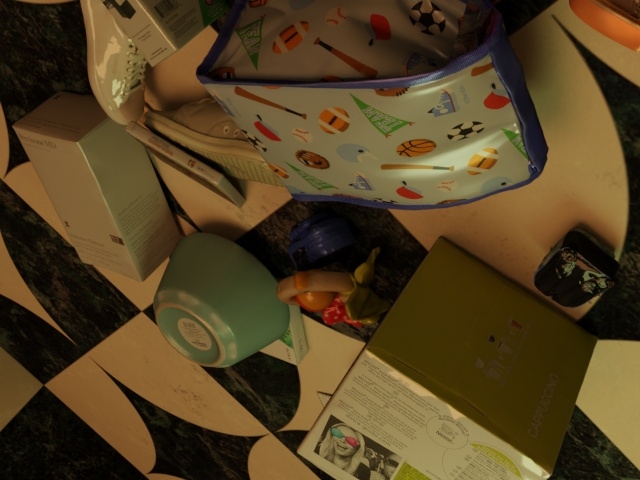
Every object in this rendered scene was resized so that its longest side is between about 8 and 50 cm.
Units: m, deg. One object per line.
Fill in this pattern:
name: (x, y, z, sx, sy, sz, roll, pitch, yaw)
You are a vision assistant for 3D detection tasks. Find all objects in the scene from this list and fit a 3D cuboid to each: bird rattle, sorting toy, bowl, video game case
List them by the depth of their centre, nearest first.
bird rattle: (0.017, 0.089, 1.607, 0.206, 0.143, 0.253, 6, 171, -20)
video game case: (-0.255, -0.142, 1.636, 0.206, 0.026, 0.227, 31, 175, 9)
sorting toy: (-0.342, -0.239, 1.713, 0.083, 0.012, 0.062, 44, 145, -8)
bowl: (-0.239, 0.153, 1.827, 0.311, 0.163, 0.312, 22, 138, 22)

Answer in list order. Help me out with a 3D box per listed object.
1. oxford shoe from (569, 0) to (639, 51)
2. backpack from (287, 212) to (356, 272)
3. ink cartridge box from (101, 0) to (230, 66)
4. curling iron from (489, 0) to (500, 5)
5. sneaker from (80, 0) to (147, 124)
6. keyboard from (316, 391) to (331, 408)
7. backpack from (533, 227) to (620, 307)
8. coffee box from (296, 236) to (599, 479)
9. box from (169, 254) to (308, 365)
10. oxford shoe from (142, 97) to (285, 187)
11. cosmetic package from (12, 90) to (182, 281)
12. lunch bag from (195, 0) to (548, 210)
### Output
oxford shoe: (0.466, -0.248, 0.946, 0.363, 0.130, 0.133, 28, 136, 13)
backpack: (0.000, 0.000, 1.612, 0.120, 0.098, 0.101, -27, 90, 52)
ink cartridge box: (-0.270, -0.411, 1.356, 0.086, 0.153, 0.208, -15, 118, 48)
curling iron: (0.176, -0.318, 1.183, 0.068, 0.035, 0.274, 50, 141, -8)
sneaker: (-0.349, -0.334, 1.525, 0.123, 0.106, 0.290, 14, 129, 25)
keyboard: (0.059, 0.478, 2.137, 0.072, 0.014, 0.256, 5, 132, 36)
backpack: (0.403, 0.046, 1.337, 0.105, 0.084, 0.114, 37, 138, 2)
coffee box: (0.224, 0.269, 1.475, 0.338, 0.338, 0.334, 33, 133, 7)
box: (-0.188, 0.150, 1.959, 0.322, 0.058, 0.232, 16, 137, 25)
oxford shoe: (-0.164, -0.196, 1.530, 0.449, 0.130, 0.169, 16, 169, 46)
cosmetic package: (-0.471, -0.115, 1.828, 0.217, 0.156, 0.385, 14, 138, 33)
lunch bag: (0.094, -0.199, 1.136, 0.385, 0.239, 0.328, 10, 160, 30)
